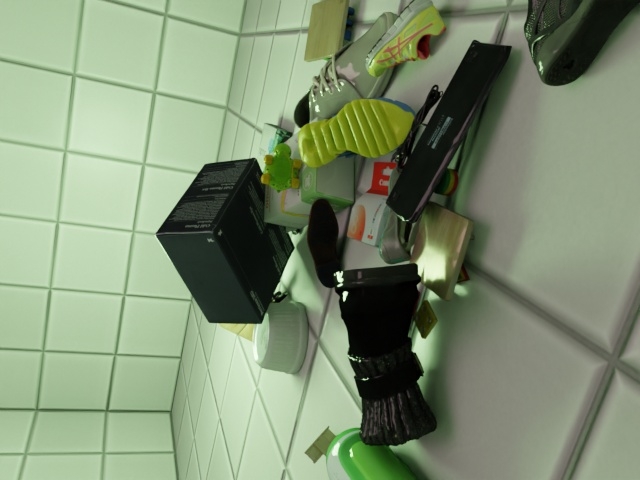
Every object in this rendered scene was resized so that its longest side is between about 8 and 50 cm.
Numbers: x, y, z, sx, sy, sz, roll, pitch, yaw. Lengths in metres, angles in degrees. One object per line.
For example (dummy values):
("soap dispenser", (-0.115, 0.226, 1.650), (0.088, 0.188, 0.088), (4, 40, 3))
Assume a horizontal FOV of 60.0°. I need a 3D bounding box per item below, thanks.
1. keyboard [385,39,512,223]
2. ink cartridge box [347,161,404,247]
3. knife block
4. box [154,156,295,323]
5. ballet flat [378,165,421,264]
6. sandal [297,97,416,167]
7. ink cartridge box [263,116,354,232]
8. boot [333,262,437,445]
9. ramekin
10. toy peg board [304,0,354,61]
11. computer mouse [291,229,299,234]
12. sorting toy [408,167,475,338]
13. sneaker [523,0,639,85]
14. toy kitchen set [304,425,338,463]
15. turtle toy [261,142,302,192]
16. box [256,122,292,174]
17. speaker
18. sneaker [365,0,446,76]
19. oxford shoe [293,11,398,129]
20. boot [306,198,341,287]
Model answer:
("keyboard", (0.201, -0.188, 0.950), (0.317, 0.033, 0.201), (-62, 22, 15))
("ink cartridge box", (0.116, -0.081, 1.191), (0.145, 0.045, 0.179), (-157, 73, -68))
("knife block", (-0.220, 0.189, 1.771), (0.275, 0.088, 0.242), (14, 109, 43))
("box", (-0.245, 0.004, 1.534), (0.313, 0.178, 0.343), (-69, -32, -45))
("ballet flat", (0.160, -0.052, 1.035), (0.068, 0.072, 0.213), (-8, 56, 37))
("sandal", (0.090, -0.240, 1.204), (0.317, 0.138, 0.126), (2, 108, 50))
("ink cartridge box", (-0.053, -0.158, 1.482), (0.353, 0.119, 0.207), (-24, 60, 56))
("boot", (0.106, 0.187, 0.873), (0.348, 0.131, 0.260), (77, -176, -72))
("ramekin", (-0.121, 0.273, 1.584), (0.207, 0.109, 0.207), (-172, 90, -69))
("toy peg board", (0.041, -0.578, 1.540), (0.160, 0.079, 0.161), (14, 96, 53))
("computer mouse", (-0.108, -0.155, 1.750), (0.272, 0.072, 0.189), (-121, 43, -58))
("sorting toy", (0.205, 0.024, 0.917), (0.132, 0.046, 0.275), (-137, 58, -65))
("sneaker", (0.326, -0.315, 0.670), (0.227, 0.087, 0.130), (117, 146, -52))
("toy kitchen set", (0.006, 0.482, 1.249), (0.068, 0.083, 0.075), (42, 134, 14))
("turtle toy", (-0.096, -0.179, 1.365), (0.066, 0.095, 0.130), (145, 132, -76))
("box", (-0.188, -0.253, 2.011), (0.232, 0.058, 0.322), (-137, 57, -65))
("speaker", (0.109, 0.427, 0.911), (0.296, 0.131, 0.131), (-153, 72, -68))
("sneaker", (0.166, -0.382, 1.100), (0.081, 0.094, 0.208), (-48, 5, -34))
("oxford shoe", (0.051, -0.379, 1.348), (0.449, 0.130, 0.169), (142, 134, -59))
("boot", (0.000, 0.000, 1.367), (0.106, 0.082, 0.219), (-134, 37, -72))
